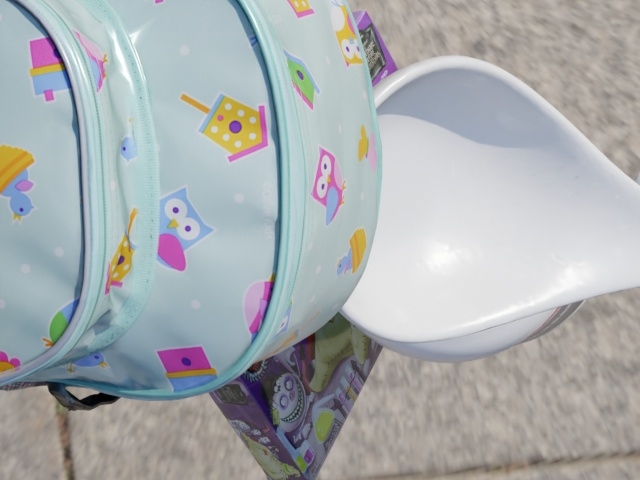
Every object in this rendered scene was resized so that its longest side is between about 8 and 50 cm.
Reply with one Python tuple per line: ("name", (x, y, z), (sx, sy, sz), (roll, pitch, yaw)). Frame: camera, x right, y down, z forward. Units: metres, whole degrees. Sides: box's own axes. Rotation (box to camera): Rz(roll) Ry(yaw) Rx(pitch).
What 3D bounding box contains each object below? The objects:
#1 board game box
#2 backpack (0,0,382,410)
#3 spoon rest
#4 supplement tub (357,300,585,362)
("board game box", (0.000, 0.000, 1.447), (0.056, 0.347, 0.208), (-9, 128, 39))
("backpack", (-0.080, -0.025, 0.583), (0.188, 0.144, 0.166), (-2, 95, 18))
("spoon rest", (0.103, -0.014, 0.883), (0.276, 0.084, 0.137), (4, 103, -44))
("supplement tub", (0.113, -0.012, 1.332), (0.191, 0.272, 0.191), (0, 91, 15))
